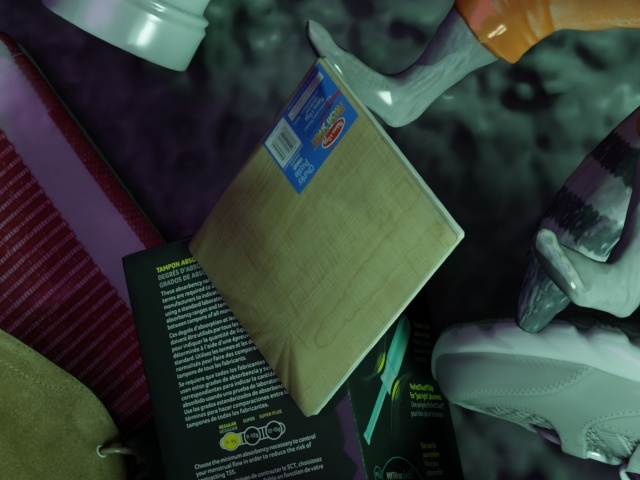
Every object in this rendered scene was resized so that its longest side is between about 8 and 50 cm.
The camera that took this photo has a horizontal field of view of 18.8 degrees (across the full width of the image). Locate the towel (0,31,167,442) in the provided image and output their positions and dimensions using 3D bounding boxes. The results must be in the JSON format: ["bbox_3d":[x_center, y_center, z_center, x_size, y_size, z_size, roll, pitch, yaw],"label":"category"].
[{"bbox_3d":[-0.236,0.062,0.992,0.329,0.037,0.237,-35,70,-6],"label":"towel"}]

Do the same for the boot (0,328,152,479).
[{"bbox_3d":[-0.106,0.135,0.909,0.305,0.112,0.115,35,76,-7],"label":"boot"}]

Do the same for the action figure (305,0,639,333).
[{"bbox_3d":[0.163,-0.131,0.810,0.330,0.178,0.341,-36,28,-6],"label":"action figure"}]

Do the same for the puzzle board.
[{"bbox_3d":[0.000,0.000,0.803,0.096,0.011,0.128,54,133,19],"label":"puzzle board"}]

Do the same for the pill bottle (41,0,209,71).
[{"bbox_3d":[-0.064,-0.182,0.960,0.108,0.108,0.180,31,99,25],"label":"pill bottle"}]

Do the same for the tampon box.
[{"bbox_3d":[-0.008,0.074,0.900,0.101,0.120,0.161,-16,78,23],"label":"tampon box"}]

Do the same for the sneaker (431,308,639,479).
[{"bbox_3d":[0.168,0.099,0.823,0.281,0.105,0.115,15,98,30],"label":"sneaker"}]
